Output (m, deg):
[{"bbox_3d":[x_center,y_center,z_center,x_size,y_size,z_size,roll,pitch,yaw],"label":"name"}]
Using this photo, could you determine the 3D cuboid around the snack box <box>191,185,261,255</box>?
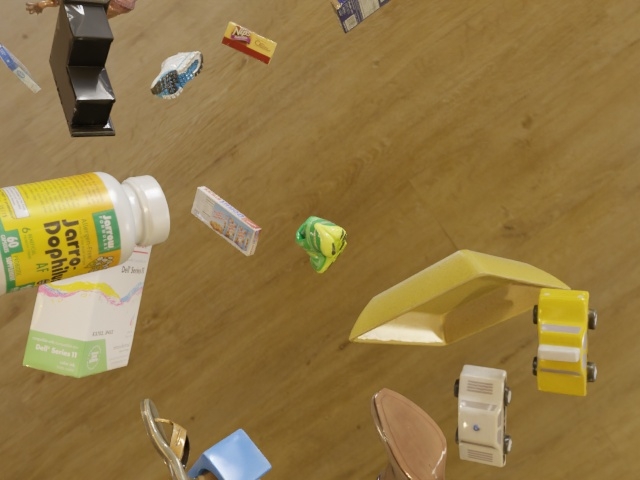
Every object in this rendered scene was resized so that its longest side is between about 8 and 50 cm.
[{"bbox_3d":[-0.197,-0.042,1.314,0.178,0.022,0.064,35,120,27],"label":"snack box"}]

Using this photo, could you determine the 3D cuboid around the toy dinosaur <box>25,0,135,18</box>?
[{"bbox_3d":[-0.480,-0.521,1.333,0.296,0.200,0.127,2,99,-45],"label":"toy dinosaur"}]

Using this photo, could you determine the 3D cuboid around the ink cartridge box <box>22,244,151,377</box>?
[{"bbox_3d":[-0.436,0.071,1.246,0.119,0.207,0.353,10,88,9],"label":"ink cartridge box"}]

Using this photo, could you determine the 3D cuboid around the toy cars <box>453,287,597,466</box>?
[{"bbox_3d":[0.346,0.254,1.113,0.176,0.087,0.393,44,116,15],"label":"toy cars"}]

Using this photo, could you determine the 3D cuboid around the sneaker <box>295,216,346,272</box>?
[{"bbox_3d":[0.000,0.000,1.718,0.123,0.295,0.109,39,74,9],"label":"sneaker"}]

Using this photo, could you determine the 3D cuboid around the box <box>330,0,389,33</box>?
[{"bbox_3d":[0.132,-0.591,1.496,0.225,0.136,0.036,-34,80,6],"label":"box"}]

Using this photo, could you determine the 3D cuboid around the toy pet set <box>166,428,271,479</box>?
[{"bbox_3d":[-0.091,0.205,0.499,0.122,0.114,0.065,2,107,40],"label":"toy pet set"}]

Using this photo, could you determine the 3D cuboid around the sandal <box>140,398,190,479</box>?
[{"bbox_3d":[-0.207,0.304,0.924,0.049,0.180,0.072,-30,149,-16],"label":"sandal"}]

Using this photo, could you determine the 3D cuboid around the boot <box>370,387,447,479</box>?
[{"bbox_3d":[0.058,0.163,0.435,0.042,0.087,0.118,-28,77,-34],"label":"boot"}]

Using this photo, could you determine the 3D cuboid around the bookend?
[{"bbox_3d":[-0.357,-0.270,0.988,0.072,0.156,0.157,-9,156,-35],"label":"bookend"}]

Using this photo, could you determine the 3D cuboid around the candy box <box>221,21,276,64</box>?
[{"bbox_3d":[-0.156,-0.436,1.404,0.109,0.186,0.053,22,106,-12],"label":"candy box"}]

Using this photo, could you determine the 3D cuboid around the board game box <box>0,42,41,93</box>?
[{"bbox_3d":[-0.658,-0.375,1.384,0.020,0.090,0.090,-40,151,-5],"label":"board game box"}]

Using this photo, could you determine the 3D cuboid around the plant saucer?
[{"bbox_3d":[0.268,0.115,1.266,0.333,0.081,0.333,11,147,-43],"label":"plant saucer"}]

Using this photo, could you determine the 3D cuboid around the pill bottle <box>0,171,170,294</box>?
[{"bbox_3d":[-0.291,-0.016,0.746,0.208,0.118,0.117,-15,114,-34],"label":"pill bottle"}]

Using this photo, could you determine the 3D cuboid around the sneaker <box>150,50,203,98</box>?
[{"bbox_3d":[-0.379,-0.421,1.614,0.083,0.190,0.071,16,135,20],"label":"sneaker"}]
